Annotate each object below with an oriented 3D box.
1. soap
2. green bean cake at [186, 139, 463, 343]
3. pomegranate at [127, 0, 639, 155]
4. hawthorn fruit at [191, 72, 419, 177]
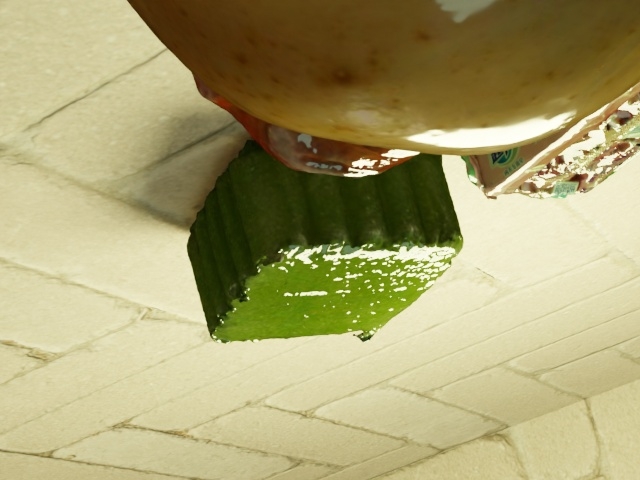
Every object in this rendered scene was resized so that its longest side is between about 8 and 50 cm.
[{"bbox_3d":[0.297,-0.141,1.333,0.218,0.098,0.273,2,152,-35],"label":"soap"},{"bbox_3d":[0.000,0.000,1.396,0.250,0.156,0.247,-4,154,-24],"label":"green bean cake"},{"bbox_3d":[0.057,-0.231,0.590,0.412,0.411,0.411,-13,157,-6],"label":"pomegranate"},{"bbox_3d":[0.032,-0.183,0.940,0.242,0.242,0.271,-39,-175,44],"label":"hawthorn fruit"}]
